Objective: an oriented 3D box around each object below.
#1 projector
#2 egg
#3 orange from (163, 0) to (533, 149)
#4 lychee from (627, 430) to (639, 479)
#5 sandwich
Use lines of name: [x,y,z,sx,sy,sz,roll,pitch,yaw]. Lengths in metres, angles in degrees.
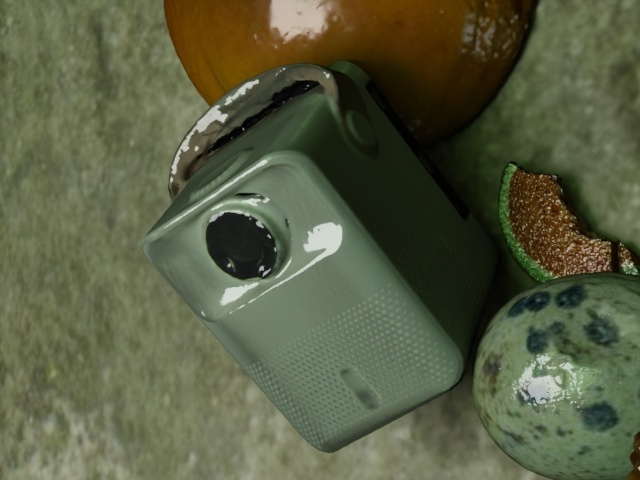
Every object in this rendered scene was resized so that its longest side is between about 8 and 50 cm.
projector: [0.000,0.000,0.915,0.163,0.177,0.242,-30,105,29]
egg: [0.189,0.089,0.846,0.182,0.141,0.141,-11,77,20]
orange: [0.014,-0.199,1.048,0.310,0.274,0.274,15,94,6]
lychee: [0.295,0.173,0.686,0.267,0.267,0.267,-5,81,37]
sandwich: [0.173,-0.001,0.938,0.067,0.029,0.135,-47,58,17]
